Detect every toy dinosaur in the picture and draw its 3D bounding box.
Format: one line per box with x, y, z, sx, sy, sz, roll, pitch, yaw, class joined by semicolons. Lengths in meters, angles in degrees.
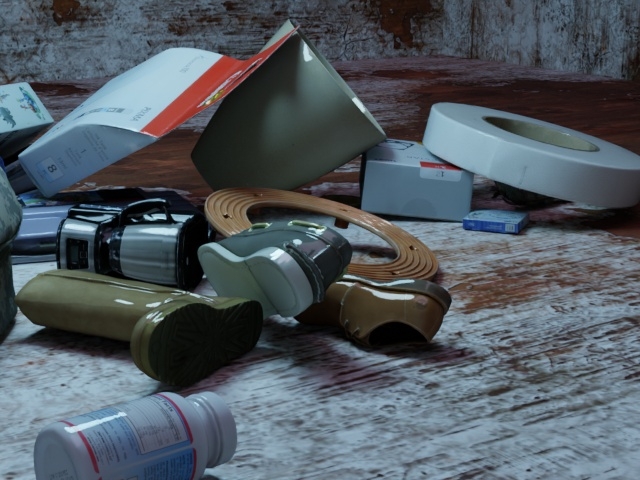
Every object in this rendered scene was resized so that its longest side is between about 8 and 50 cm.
0.377;-0.093;2.223;0.268;0.064;0.118;-5;19;-38;toy dinosaur

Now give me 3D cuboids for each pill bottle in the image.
-0.153;0.178;1.070;0.160;0.087;0.087;-11;19;-40;pill bottle

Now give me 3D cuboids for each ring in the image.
0.000;0.000;1.757;0.337;0.032;0.336;15;17;-5;ring

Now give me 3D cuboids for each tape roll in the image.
0.367;-0.151;2.166;0.392;0.072;0.392;14;14;-4;tape roll

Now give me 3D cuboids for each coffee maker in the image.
-0.249;0.012;1.707;0.178;0.120;0.171;4;-10;10;coffee maker

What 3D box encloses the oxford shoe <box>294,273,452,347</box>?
0.045;0.088;1.483;0.212;0.076;0.076;-2;51;35;oxford shoe

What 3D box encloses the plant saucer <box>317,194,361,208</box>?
0.033;-0.063;2.164;0.083;0.015;0.083;1;15;0;plant saucer

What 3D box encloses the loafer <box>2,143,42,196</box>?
-0.573;-0.097;2.105;0.109;0.095;0.302;9;17;31;loafer

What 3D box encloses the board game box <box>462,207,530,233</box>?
0.285;-0.032;2.046;0.090;0.020;0.090;6;16;21;board game box

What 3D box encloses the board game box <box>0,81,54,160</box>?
-0.629;-0.157;2.127;0.224;0.097;0.303;-35;-2;26;board game box

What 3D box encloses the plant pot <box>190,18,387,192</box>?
-0.073;-0.182;2.113;0.274;0.256;0.256;-40;12;8;plant pot

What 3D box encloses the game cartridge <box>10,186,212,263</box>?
-0.366;-0.027;1.926;0.355;0.068;0.230;-5;20;-21;game cartridge

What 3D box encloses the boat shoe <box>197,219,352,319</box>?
-0.059;0.031;1.498;0.091;0.109;0.305;-35;13;-21;boat shoe

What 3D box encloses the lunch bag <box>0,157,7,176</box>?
-0.530;-0.087;1.926;0.065;0.067;0.098;-1;19;20;lunch bag

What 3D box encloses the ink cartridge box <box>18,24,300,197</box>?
-0.249;-0.232;1.967;0.385;0.091;0.308;-24;17;33;ink cartridge box

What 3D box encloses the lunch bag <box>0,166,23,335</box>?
-0.461;0.001;1.408;0.213;0.256;0.305;1;15;1;lunch bag

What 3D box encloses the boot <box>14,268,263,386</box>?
-0.232;0.091;1.424;0.270;0.089;0.236;9;4;25;boot

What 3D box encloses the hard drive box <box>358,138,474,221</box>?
0.160;-0.107;2.168;0.181;0.089;0.232;6;15;-2;hard drive box
